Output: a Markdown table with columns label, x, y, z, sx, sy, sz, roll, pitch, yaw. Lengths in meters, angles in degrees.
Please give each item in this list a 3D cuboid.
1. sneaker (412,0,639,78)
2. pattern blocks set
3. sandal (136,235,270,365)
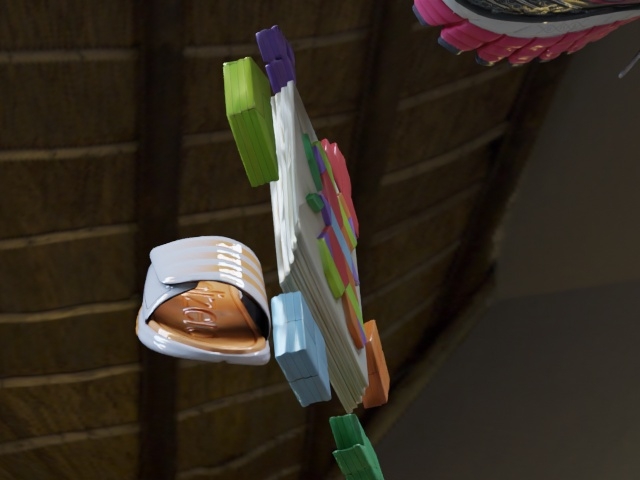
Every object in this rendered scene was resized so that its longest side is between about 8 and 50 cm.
| label | x | y | z | sx | sy | sz | roll | pitch | yaw |
| --- | --- | --- | --- | --- | --- | --- | --- | --- | --- |
| sneaker | 0.195 | -0.164 | 0.659 | 0.299 | 0.112 | 0.121 | -16 | -107 | -16 |
| pattern blocks set | 0.000 | 0.000 | 0.851 | 0.026 | 0.285 | 0.325 | -16 | -127 | 10 |
| sandal | -0.099 | 0.028 | 1.080 | 0.102 | 0.265 | 0.076 | 7 | -75 | -13 |
